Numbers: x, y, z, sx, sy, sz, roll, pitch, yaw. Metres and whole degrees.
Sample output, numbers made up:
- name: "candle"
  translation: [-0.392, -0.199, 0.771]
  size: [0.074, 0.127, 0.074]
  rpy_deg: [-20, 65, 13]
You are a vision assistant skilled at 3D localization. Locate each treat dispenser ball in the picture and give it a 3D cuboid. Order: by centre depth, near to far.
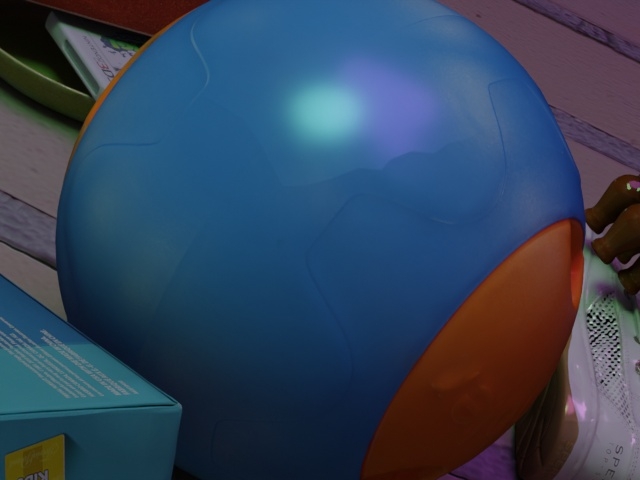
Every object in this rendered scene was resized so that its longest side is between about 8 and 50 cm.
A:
- name: "treat dispenser ball"
  translation: [0.000, 0.000, 0.999]
  size: [0.288, 0.288, 0.288]
  rpy_deg: [20, 26, -10]

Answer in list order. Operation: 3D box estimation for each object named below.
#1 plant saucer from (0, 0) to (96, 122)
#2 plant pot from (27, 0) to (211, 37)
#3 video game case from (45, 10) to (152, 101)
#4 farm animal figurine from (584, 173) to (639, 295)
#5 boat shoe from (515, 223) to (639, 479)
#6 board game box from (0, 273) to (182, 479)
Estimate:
- name: "plant saucer"
  translation: [-0.173, -0.144, 1.416]
  size: [0.241, 0.037, 0.241]
  rpy_deg: [20, 25, -10]
- name: "plant pot"
  translation: [-0.125, -0.307, 1.439]
  size: [0.267, 0.236, 0.267]
  rpy_deg: [15, 17, -19]
- name: "video game case"
  translation: [-0.109, -0.118, 1.358]
  size: [0.157, 0.019, 0.143]
  rpy_deg: [6, 32, -36]
- name: "farm animal figurine"
  translation: [0.347, 0.060, 1.255]
  size: [0.330, 0.172, 0.327]
  rpy_deg: [56, 16, 6]
- name: "boat shoe"
  translation: [0.188, 0.081, 1.249]
  size: [0.096, 0.098, 0.277]
  rpy_deg: [22, 35, -7]
- name: "board game box"
  translation: [-0.269, 0.067, 0.773]
  size: [0.336, 0.079, 0.254]
  rpy_deg: [-1, 18, -36]
